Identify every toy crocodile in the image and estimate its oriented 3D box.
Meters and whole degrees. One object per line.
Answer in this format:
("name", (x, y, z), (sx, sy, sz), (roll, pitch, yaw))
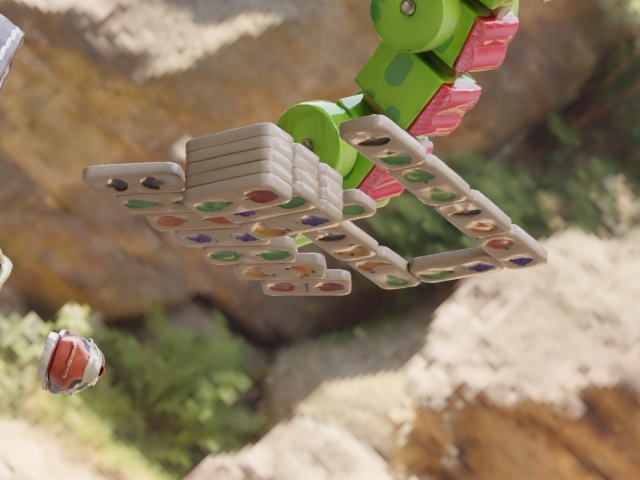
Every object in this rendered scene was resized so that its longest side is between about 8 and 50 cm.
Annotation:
("toy crocodile", (0.068, -0.112, 1.504), (0.105, 0.340, 0.115), (48, 31, 19))

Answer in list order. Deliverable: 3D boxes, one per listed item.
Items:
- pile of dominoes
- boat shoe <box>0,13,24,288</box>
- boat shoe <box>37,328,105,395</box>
("pile of dominoes", (0.000, 0.000, 1.191), (0.251, 0.196, 0.040), (35, 51, -54))
("boat shoe", (-0.210, 0.032, 0.978), (0.097, 0.324, 0.116), (22, -14, -1))
("boat shoe", (-0.179, 0.091, 1.456), (0.043, 0.049, 0.137), (15, -8, -2))
